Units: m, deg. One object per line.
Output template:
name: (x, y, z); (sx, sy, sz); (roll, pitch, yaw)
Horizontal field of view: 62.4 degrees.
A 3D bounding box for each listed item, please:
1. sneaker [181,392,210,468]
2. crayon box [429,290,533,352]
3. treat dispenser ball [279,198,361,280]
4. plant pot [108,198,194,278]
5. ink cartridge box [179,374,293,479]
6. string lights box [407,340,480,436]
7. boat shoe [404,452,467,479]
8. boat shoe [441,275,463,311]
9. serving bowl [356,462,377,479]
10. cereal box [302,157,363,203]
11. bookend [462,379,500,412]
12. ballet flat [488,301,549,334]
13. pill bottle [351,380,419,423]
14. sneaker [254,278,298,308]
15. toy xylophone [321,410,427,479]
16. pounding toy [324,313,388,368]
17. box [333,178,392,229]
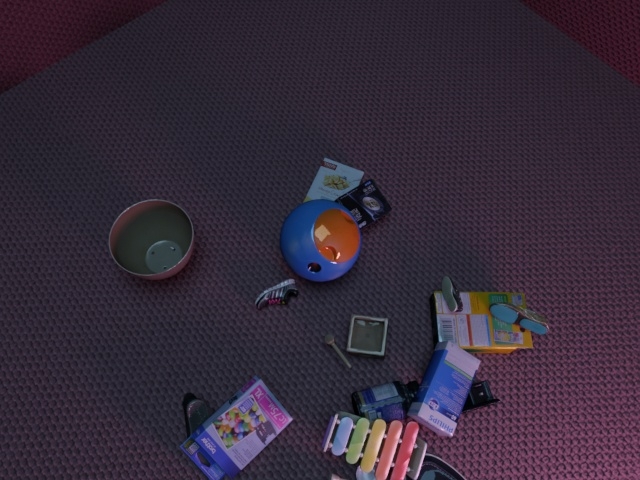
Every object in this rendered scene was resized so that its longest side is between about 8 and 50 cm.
sneaker: (-0.391, 0.600, 1.686); (0.083, 0.118, 0.222); (-5, 94, -23)
crayon box: (0.555, 0.287, 1.849); (0.322, 0.083, 0.203); (1, 66, -1)
treat dispenser ball: (0.000, 0.000, 1.849); (0.287, 0.288, 0.289); (1, 66, -2)
plant pot: (-0.574, 0.025, 1.869); (0.283, 0.191, 0.285); (0, 65, -1)
ink cartridge box: (-0.257, 0.597, 1.647); (0.311, 0.065, 0.186); (-40, 106, -16)
string lights box: (0.391, 0.463, 1.665); (0.133, 0.077, 0.260); (34, 66, -7)
boat shoe: (0.436, 0.849, 1.553); (0.186, 0.156, 0.500); (-32, 69, -13)
boat shoe: (0.455, 0.186, 1.824); (0.041, 0.049, 0.133); (8, 54, -29)
serving bowl: (0.152, 0.738, 1.660); (0.083, 0.027, 0.084); (1, 66, -2)
cereal box: (0.050, -0.194, 2.067); (0.172, 0.047, 0.240); (21, 67, 6)
bookend: (0.489, 0.486, 1.762); (0.157, 0.072, 0.156); (-12, 66, -8)
ballet flat: (0.673, 0.253, 1.796); (0.206, 0.073, 0.067); (26, 40, 6)
pill bottle: (0.219, 0.526, 1.707); (0.219, 0.123, 0.123); (-12, 67, -8)
sneaker: (-0.150, 0.203, 1.873); (0.170, 0.063, 0.075); (-28, 63, -19)
toy xylophone: (0.152, 0.640, 1.590); (0.322, 0.081, 0.237); (12, 85, -9)
pounding toy: (0.121, 0.352, 1.805); (0.205, 0.094, 0.181); (5, 70, 11)
box: (0.153, -0.124, 1.990); (0.180, 0.077, 0.147); (-31, 86, -25)
